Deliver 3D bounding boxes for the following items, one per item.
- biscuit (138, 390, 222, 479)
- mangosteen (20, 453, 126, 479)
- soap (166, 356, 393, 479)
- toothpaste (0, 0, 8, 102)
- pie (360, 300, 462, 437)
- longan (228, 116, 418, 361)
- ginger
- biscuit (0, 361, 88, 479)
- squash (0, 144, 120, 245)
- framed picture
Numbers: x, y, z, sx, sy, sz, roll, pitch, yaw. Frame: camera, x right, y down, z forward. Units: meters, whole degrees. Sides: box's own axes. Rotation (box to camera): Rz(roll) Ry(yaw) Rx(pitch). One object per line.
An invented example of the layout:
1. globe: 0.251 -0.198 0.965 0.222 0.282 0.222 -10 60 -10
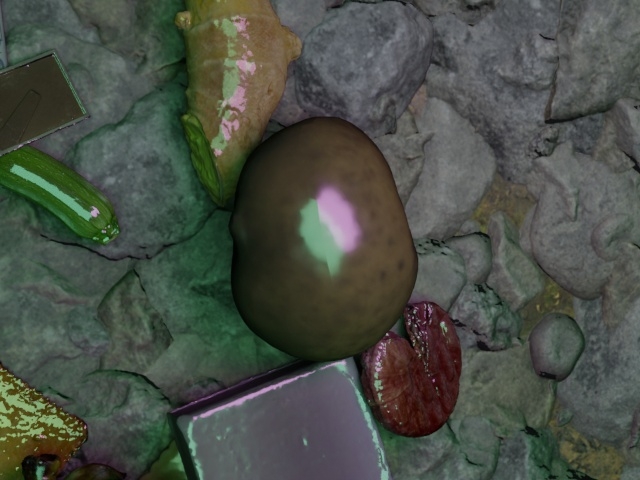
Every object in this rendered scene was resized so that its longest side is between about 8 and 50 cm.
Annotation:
1. biscuit: -0.107 0.409 1.501 0.325 0.044 0.217 45 85 -14
2. mangosteen: -0.329 0.483 1.333 0.329 0.330 0.330 -2 98 -13
3. soap: -0.049 0.337 1.432 0.296 0.107 0.286 -18 94 -22
4. toothpaste: -0.465 -0.280 1.332 0.062 0.039 0.239 -10 98 -25
5. pie: 0.143 0.201 1.478 0.218 0.054 0.205 -11 92 -46
6. longan: 0.000 0.000 1.351 0.288 0.288 0.350 -11 107 -11
7. ginger: -0.130 -0.224 1.375 0.189 0.126 0.354 7 99 -24
8. biscuit: -0.502 0.307 1.413 0.232 0.013 0.237 40 89 -15
9. squash: -0.379 -0.071 1.363 0.219 0.068 0.077 38 77 -14
10. framed picture: -0.410 -0.195 1.335 0.149 0.011 0.109 -31 99 -33
